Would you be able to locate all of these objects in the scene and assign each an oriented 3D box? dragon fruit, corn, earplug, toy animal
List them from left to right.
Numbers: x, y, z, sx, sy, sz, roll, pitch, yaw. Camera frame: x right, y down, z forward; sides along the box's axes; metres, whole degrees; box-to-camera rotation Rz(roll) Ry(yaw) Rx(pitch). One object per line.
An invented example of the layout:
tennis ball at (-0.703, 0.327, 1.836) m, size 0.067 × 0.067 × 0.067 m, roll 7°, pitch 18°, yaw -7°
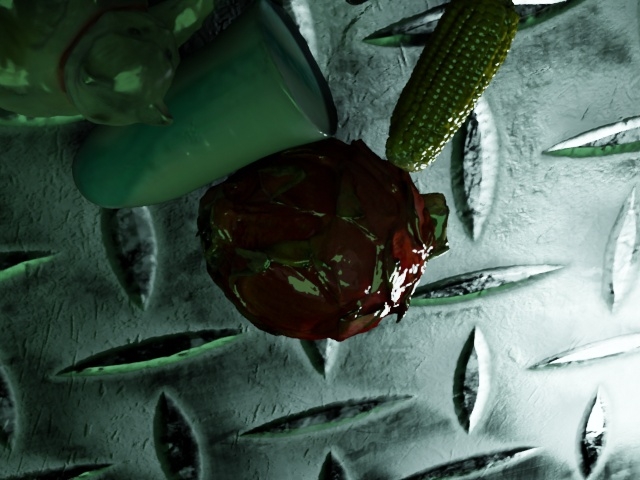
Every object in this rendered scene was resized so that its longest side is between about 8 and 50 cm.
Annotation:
toy animal at (-0.306, -0.214, 1.398) m, size 0.266 × 0.188 × 0.308 m, roll -28°, pitch 141°, yaw 30°
earplug at (-0.162, -0.140, 1.547) m, size 0.324 × 0.185 × 0.185 m, roll -26°, pitch 136°, yaw 18°
dragon fruit at (0.000, 0.000, 1.651) m, size 0.343 × 0.277 × 0.277 m, roll -5°, pitch 134°, yaw -14°
corn at (0.161, -0.205, 1.581) m, size 0.097 × 0.097 × 0.261 m, roll 30°, pitch 92°, yaw -38°

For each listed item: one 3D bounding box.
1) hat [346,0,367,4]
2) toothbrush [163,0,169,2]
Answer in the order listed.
hat at (0.096, -0.392, 1.399) m, size 0.238 × 0.208 × 0.336 m, roll -10°, pitch 176°, yaw 3°
toothbrush at (-0.182, -0.268, 1.506) m, size 0.019 × 0.013 × 0.193 m, roll -2°, pitch 134°, yaw -25°
